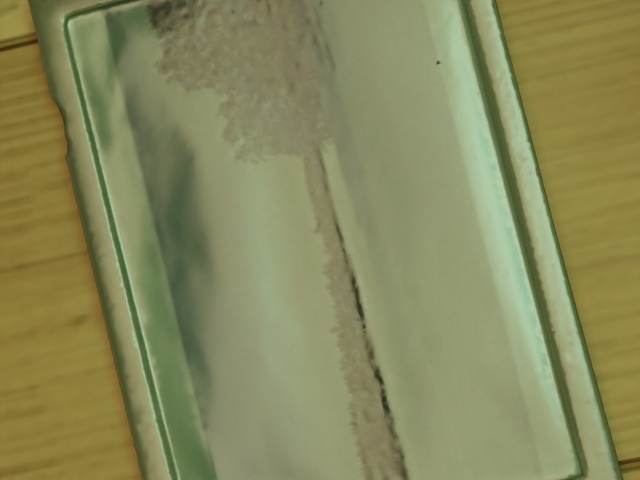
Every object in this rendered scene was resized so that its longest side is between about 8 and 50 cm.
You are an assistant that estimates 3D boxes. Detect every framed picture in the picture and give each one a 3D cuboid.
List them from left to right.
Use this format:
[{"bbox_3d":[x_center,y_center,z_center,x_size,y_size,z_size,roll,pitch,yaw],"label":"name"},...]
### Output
[{"bbox_3d":[0.000,0.000,0.791,0.213,0.016,0.289,-14,87,8],"label":"framed picture"}]
